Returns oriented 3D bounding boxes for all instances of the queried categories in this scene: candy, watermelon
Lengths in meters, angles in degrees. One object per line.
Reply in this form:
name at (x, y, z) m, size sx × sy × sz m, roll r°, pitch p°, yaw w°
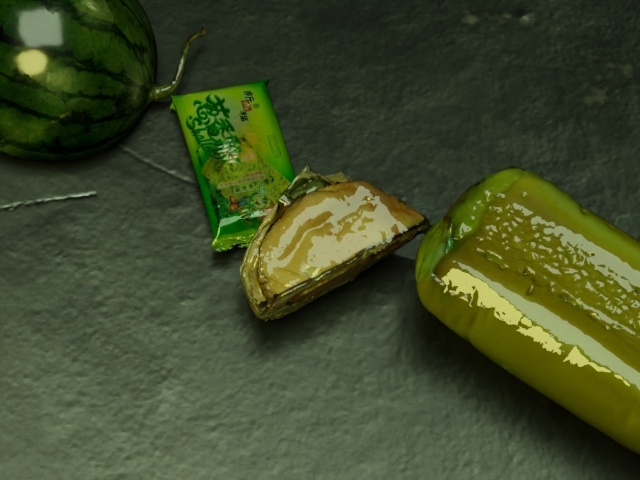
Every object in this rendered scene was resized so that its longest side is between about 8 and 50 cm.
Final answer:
candy at (-0.070, -0.070, 1.391) m, size 0.102 × 0.032 × 0.178 m, roll -12°, pitch 63°, yaw -12°
watermelon at (-0.247, -0.182, 1.387) m, size 0.232 × 0.127 × 0.204 m, roll 23°, pitch 64°, yaw 5°

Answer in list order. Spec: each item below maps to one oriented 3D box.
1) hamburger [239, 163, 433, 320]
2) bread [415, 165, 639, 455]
hamburger at (0.001, -0.007, 1.328) m, size 0.176 × 0.087 × 0.102 m, roll -29°, pitch 71°, yaw -10°
bread at (0.256, 0.089, 1.283) m, size 0.383 × 0.112 × 0.166 m, roll 33°, pitch 60°, yaw 13°
